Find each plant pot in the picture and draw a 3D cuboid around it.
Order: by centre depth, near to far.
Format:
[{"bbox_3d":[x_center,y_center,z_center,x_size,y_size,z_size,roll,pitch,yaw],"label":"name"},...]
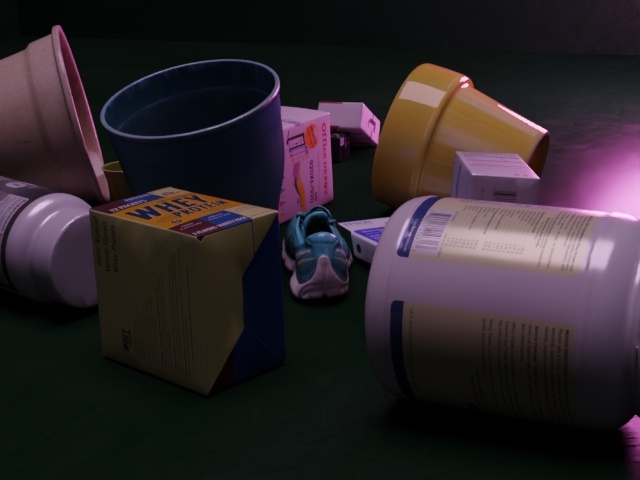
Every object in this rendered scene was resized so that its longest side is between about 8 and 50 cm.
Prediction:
[{"bbox_3d":[-0.175,-0.107,1.912,0.272,0.255,0.271,-8,30,5],"label":"plant pot"},{"bbox_3d":[0.245,-0.144,2.091,0.239,0.254,0.254,22,25,17],"label":"plant pot"},{"bbox_3d":[-0.570,-0.186,2.226,0.305,0.334,0.334,-15,19,-5],"label":"plant pot"},{"bbox_3d":[-0.349,-0.097,2.240,0.083,0.079,0.083,-3,18,1],"label":"plant pot"}]

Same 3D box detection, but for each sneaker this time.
[{"bbox_3d":[0.000,0.000,1.841,0.107,0.110,0.275,-3,16,-6],"label":"sneaker"}]

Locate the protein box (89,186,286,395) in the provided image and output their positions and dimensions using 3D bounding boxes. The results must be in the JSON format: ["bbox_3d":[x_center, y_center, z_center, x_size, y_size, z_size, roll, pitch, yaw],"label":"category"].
[{"bbox_3d":[-0.163,0.056,1.534,0.201,0.200,0.136,13,23,41],"label":"protein box"}]

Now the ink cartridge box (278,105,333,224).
[{"bbox_3d":[-0.110,-0.129,2.161,0.168,0.171,0.233,10,22,33],"label":"ink cartridge box"}]

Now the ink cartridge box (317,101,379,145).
[{"bbox_3d":[0.059,-0.244,2.602,0.099,0.056,0.135,4,-10,18],"label":"ink cartridge box"}]

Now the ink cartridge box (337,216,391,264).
[{"bbox_3d":[0.162,0.005,1.903,0.206,0.045,0.208,-7,18,-26],"label":"ink cartridge box"}]

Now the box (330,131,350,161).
[{"bbox_3d":[0.012,-0.193,2.548,0.083,0.052,0.062,4,17,21],"label":"box"}]

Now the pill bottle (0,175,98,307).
[{"bbox_3d":[-0.416,0.001,1.802,0.283,0.161,0.161,14,24,41],"label":"pill bottle"}]

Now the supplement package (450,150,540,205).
[{"bbox_3d":[0.262,-0.068,1.896,0.105,0.105,0.179,3,14,-2],"label":"supplement package"}]

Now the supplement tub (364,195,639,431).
[{"bbox_3d":[0.235,0.079,1.352,0.325,0.235,0.235,7,19,25],"label":"supplement tub"}]
